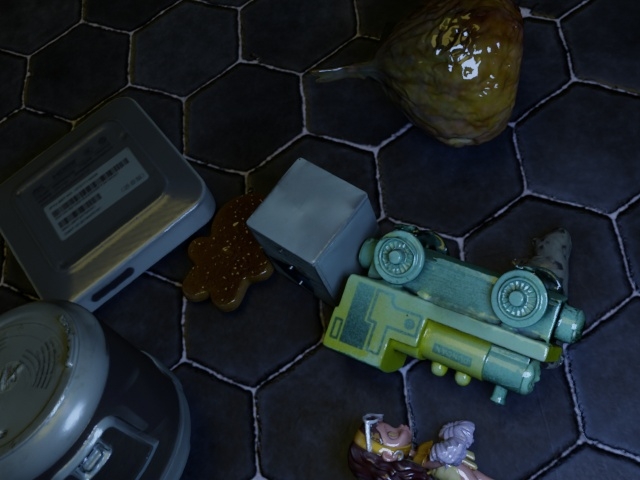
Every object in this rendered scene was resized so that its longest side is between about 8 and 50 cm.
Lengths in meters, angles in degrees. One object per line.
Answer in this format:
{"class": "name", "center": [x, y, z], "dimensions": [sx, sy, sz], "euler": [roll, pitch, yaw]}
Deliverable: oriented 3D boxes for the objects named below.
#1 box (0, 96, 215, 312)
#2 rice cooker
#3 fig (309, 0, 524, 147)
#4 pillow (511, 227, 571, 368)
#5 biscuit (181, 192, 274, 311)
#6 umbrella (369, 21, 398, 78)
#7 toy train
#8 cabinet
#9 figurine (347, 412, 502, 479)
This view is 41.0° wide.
{"class": "box", "center": [-0.431, -0.075, 1.654], "dimensions": [0.367, 0.090, 0.373], "euler": [-39, 57, -7]}
{"class": "rice cooker", "center": [-0.384, 0.292, 1.313], "dimensions": [0.335, 0.325, 0.335], "euler": [-16, 48, 19]}
{"class": "fig", "center": [0.165, -0.304, 1.478], "dimensions": [0.368, 0.286, 0.286], "euler": [-1, 61, -2]}
{"class": "pillow", "center": [0.348, 0.088, 1.371], "dimensions": [0.093, 0.051, 0.241], "euler": [1, 66, 21]}
{"class": "biscuit", "center": [-0.155, 0.018, 1.560], "dimensions": [0.179, 0.039, 0.236], "euler": [16, 68, 28]}
{"class": "umbrella", "center": [0.124, -0.378, 1.697], "dimensions": [0.036, 0.031, 0.133], "euler": [0, 60, 46]}
{"class": "toy train", "center": [0.207, 0.121, 1.313], "dimensions": [0.368, 0.150, 0.237], "euler": [19, 92, 27]}
{"class": "cabinet", "center": [0.000, 0.000, 1.426], "dimensions": [0.145, 0.206, 0.150], "euler": [30, 74, 28]}
{"class": "figurine", "center": [0.159, 0.325, 1.250], "dimensions": [0.239, 0.174, 0.116], "euler": [7, 91, 11]}
